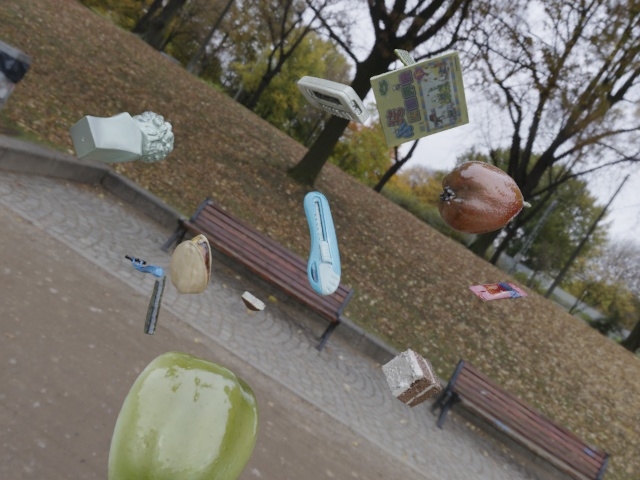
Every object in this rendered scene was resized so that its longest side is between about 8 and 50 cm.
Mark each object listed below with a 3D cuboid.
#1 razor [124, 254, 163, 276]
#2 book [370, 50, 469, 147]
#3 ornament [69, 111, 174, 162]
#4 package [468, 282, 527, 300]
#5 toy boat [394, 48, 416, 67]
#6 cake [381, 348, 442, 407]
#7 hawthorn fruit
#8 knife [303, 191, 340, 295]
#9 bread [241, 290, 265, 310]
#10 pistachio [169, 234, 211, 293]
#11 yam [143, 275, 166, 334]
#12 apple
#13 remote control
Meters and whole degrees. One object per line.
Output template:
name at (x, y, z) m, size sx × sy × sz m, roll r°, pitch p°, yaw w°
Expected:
razor at (-0.596, 0.093, 1.707) m, size 0.082 × 0.042 × 0.253 m, roll 27°, pitch -12°, yaw -38°
book at (0.220, -0.303, 1.085) m, size 0.013 × 0.193 × 0.167 m, roll -98°, pitch 169°, yaw -56°
ornament at (-0.444, -0.235, 1.165) m, size 0.285 × 0.121 × 0.130 m, roll -51°, pitch 123°, yaw -69°
package at (0.592, 0.169, 1.659) m, size 0.201 × 0.022 × 0.083 m, roll -2°, pitch 31°, yaw -29°
toy boat at (0.312, -0.646, 1.785) m, size 0.064 × 0.016 × 0.115 m, roll -4°, pitch 52°, yaw -31°
cake at (0.291, 0.444, 1.618) m, size 0.147 × 0.135 × 0.134 m, roll 40°, pitch 18°, yaw -29°
hawthorn fruit at (0.448, -0.107, 1.340) m, size 0.252 × 0.199 × 0.199 m, roll 9°, pitch 4°, yaw -3°
knife at (0.000, 0.000, 0.958) m, size 0.064 × 0.221 × 0.031 m, roll -3°, pitch -27°, yaw -9°
bread at (-0.279, 0.261, 2.055) m, size 0.109 × 0.043 × 0.062 m, roll 34°, pitch -38°, yaw 9°
pistachio at (-0.466, 0.090, 1.810) m, size 0.158 × 0.229 × 0.157 m, roll 12°, pitch 26°, yaw -6°
yam at (-0.359, 0.139, 1.083) m, size 0.027 × 0.129 × 0.033 m, roll 12°, pitch -9°, yaw -12°
apple at (-0.323, 0.487, 1.233) m, size 0.321 × 0.360 × 0.311 m, roll 18°, pitch -33°, yaw -1°
remote control at (0.026, -0.324, 1.119) m, size 0.090 × 0.049 × 0.230 m, roll 47°, pitch -5°, yaw -38°
